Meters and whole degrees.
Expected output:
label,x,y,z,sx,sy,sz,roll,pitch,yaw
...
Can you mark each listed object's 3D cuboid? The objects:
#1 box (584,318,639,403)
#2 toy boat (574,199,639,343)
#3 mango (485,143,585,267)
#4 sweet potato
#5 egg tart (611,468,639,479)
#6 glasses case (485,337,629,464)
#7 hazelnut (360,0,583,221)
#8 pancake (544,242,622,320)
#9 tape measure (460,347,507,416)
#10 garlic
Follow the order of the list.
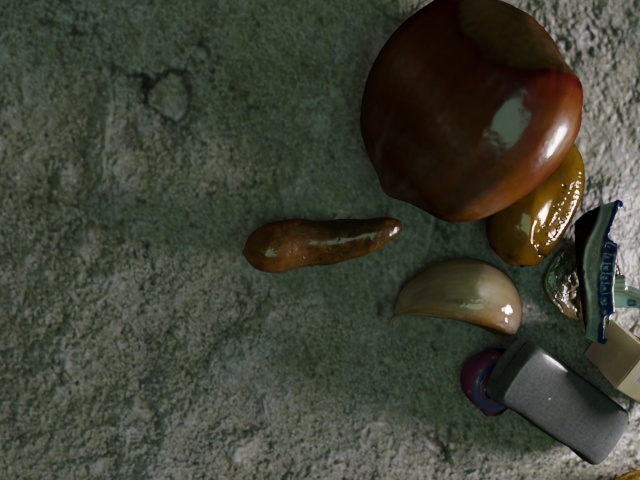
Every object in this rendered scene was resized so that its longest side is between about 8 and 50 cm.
label,x,y,z,sx,sy,sz,roll,pitch,yaw
box,0.629,0.261,1.623,0.212,0.168,0.095,32,99,-11
toy boat,0.530,0.058,1.570,0.115,0.114,0.262,-6,94,12
mango,0.381,-0.075,1.547,0.151,0.156,0.249,26,96,26
sweet potato,0.001,0.000,1.543,0.291,0.097,0.097,-9,101,-11
egg tart,0.635,0.538,1.722,0.191,0.074,0.191,-1,100,-6
glasses case,0.449,0.305,1.616,0.323,0.074,0.131,35,86,-29
hazelnut,0.246,-0.213,1.417,0.365,0.366,0.366,-1,100,-6
pancake,0.503,0.078,1.649,0.158,0.028,0.158,-1,101,-4
tape measure,0.331,0.271,1.640,0.118,0.074,0.125,-30,107,-6
garlic,0.258,0.114,1.587,0.244,0.145,0.164,6,130,-5
